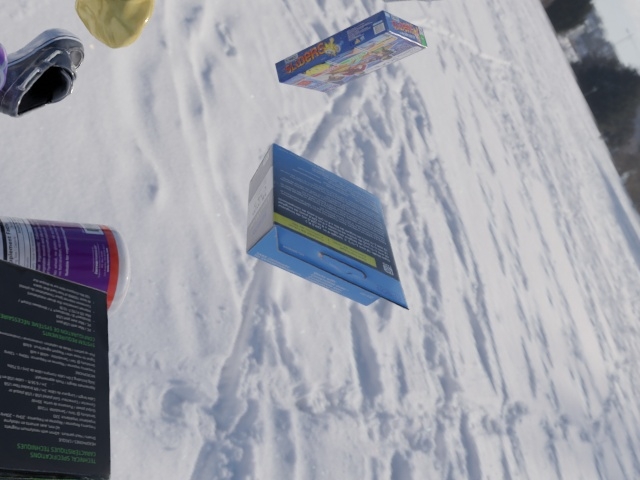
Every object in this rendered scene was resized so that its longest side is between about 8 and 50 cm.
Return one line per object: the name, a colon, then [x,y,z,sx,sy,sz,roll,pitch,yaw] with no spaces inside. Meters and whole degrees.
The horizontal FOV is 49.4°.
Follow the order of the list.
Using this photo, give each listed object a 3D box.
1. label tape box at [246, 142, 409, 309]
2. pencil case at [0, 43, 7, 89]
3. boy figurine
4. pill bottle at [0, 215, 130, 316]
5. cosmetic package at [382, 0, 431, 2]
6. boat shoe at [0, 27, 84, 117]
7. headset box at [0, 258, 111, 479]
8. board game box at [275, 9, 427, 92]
label tape box: [0.000,0.000,1.173,0.240,0.106,0.334,25,29,-20]
pencil case: [-0.543,-0.255,0.958,0.206,0.088,0.086,3,88,-51]
boy figurine: [-0.203,-0.371,0.842,0.092,0.285,0.177,33,18,5]
pill bottle: [-0.518,0.050,1.234,0.322,0.181,0.182,5,59,-41]
cosmetic package: [0.219,-0.539,0.888,0.161,0.453,0.230,36,-8,-34]
boat shoe: [-0.470,-0.283,1.195,0.102,0.108,0.301,23,28,0]
headset box: [-0.311,0.108,0.406,0.246,0.283,0.131,29,41,-48]
board game box: [0.048,-0.289,1.088,0.136,0.201,0.035,-6,81,-57]
